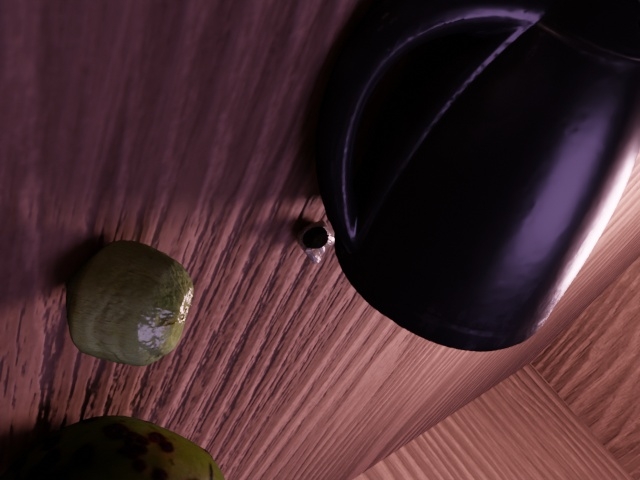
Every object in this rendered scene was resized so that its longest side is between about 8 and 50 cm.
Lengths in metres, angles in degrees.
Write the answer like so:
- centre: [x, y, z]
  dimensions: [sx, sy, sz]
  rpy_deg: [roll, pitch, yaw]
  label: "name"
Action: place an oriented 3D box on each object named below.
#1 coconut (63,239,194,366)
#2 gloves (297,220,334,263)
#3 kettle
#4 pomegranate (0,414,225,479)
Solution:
- centre: [-0.140, 0.044, 0.508]
  dimensions: [0.088, 0.096, 0.087]
  rpy_deg: [19, 90, -78]
  label: "coconut"
- centre: [0.000, -0.002, 0.684]
  dimensions: [0.044, 0.037, 0.081]
  rpy_deg: [-10, 165, -2]
  label: "gloves"
- centre: [0.125, -0.079, 0.566]
  dimensions: [0.268, 0.207, 0.290]
  rpy_deg: [5, 132, -21]
  label: "kettle"
- centre: [-0.188, 0.272, 0.705]
  dimensions: [0.242, 0.242, 0.306]
  rpy_deg: [-49, 175, 22]
  label: "pomegranate"
